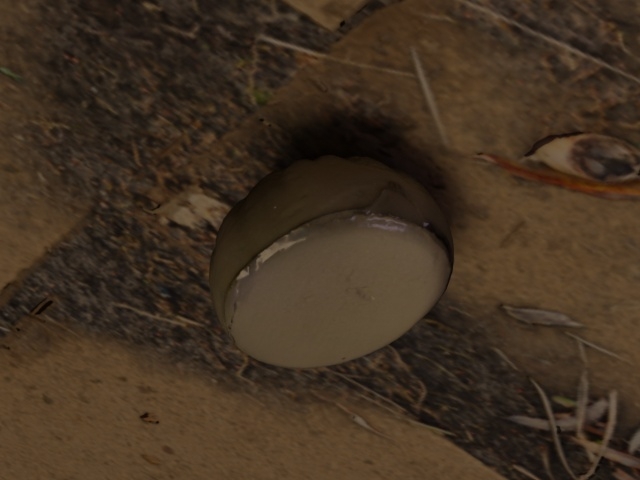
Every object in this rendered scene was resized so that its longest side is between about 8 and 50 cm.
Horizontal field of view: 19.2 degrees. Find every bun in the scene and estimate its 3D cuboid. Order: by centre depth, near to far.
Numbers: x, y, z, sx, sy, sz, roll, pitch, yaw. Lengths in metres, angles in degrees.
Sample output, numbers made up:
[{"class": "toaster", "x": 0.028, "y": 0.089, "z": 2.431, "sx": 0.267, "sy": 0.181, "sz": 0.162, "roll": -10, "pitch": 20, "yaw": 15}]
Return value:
[{"class": "bun", "x": 0.000, "y": 0.000, "z": 1.054, "sx": 0.138, "sy": 0.094, "sz": 0.138, "roll": -12, "pitch": 139, "yaw": -10}]
